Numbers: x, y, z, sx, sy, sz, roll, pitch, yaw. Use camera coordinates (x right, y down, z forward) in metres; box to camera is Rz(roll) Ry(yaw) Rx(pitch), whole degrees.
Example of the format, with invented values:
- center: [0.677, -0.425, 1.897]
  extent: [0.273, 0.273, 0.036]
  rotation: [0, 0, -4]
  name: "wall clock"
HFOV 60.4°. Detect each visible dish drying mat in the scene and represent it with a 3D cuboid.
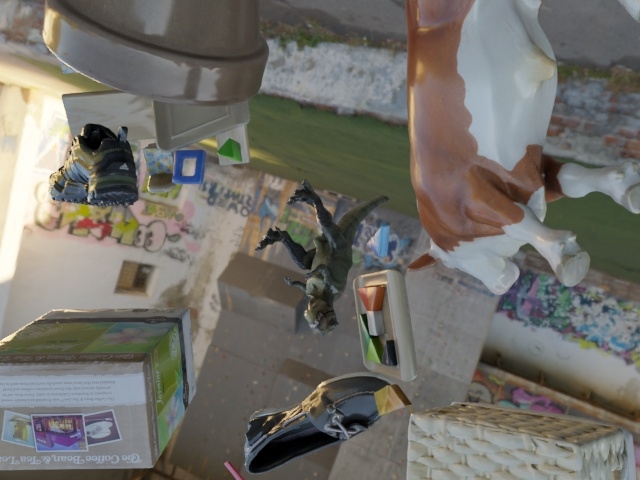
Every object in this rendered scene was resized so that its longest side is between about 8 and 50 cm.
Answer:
- center: [-0.174, 0.505, 1.172]
  extent: [0.083, 0.008, 0.032]
  rotation: [49, 144, 5]
  name: "dish drying mat"

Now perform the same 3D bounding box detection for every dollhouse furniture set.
- center: [-0.369, -0.278, 1.235]
  extent: [0.393, 0.362, 0.256]
  rotation: [-7, -150, -8]
  name: "dollhouse furniture set"

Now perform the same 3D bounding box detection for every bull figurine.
- center: [0.123, -0.078, 0.380]
  extent: [0.101, 0.311, 0.188]
  rotation: [-21, -156, -20]
  name: "bull figurine"

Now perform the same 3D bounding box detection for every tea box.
- center: [-0.461, 0.287, 1.132]
  extent: [0.328, 0.220, 0.323]
  rotation: [-2, -169, 1]
  name: "tea box"

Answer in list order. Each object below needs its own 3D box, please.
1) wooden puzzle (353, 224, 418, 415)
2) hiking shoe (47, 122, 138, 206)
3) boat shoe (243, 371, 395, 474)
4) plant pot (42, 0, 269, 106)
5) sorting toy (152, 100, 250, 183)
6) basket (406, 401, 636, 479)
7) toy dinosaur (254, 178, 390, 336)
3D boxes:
- center: [0.038, 0.055, 0.354]
  extent: [0.014, 0.117, 0.078]
  rotation: [-5, 167, -17]
  name: "wooden puzzle"
- center: [-0.328, -0.109, 0.803]
  extent: [0.226, 0.114, 0.086]
  rotation: [4, 178, 43]
  name: "hiking shoe"
- center: [-0.008, 0.314, 0.911]
  extent: [0.112, 0.096, 0.335]
  rotation: [38, 130, -26]
  name: "boat shoe"
- center: [-0.169, -0.315, 0.627]
  extent: [0.262, 0.229, 0.263]
  rotation: [15, -146, -10]
  name: "plant pot"
- center: [-0.224, -0.272, 1.035]
  extent: [0.195, 0.348, 0.047]
  rotation: [-13, 168, 21]
  name: "sorting toy"
- center: [0.162, 0.206, 0.468]
  extent: [0.103, 0.114, 0.167]
  rotation: [12, 168, -43]
  name: "basket"
- center: [0.000, 0.000, 0.655]
  extent: [0.118, 0.268, 0.064]
  rotation: [35, 134, -9]
  name: "toy dinosaur"
